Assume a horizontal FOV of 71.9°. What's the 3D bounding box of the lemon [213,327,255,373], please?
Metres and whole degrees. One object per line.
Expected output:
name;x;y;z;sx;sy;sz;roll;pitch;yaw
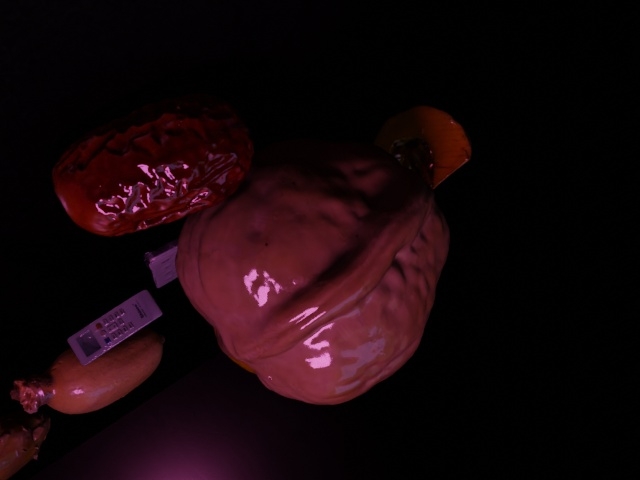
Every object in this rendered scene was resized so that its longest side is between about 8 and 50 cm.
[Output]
lemon;-0.105;0.170;1.103;0.336;0.336;0.336;-35;170;-7

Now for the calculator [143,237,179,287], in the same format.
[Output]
calculator;-0.188;-0.005;0.804;0.262;0.021;0.161;-31;169;-24

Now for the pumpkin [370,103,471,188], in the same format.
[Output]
pumpkin;0.198;-0.116;0.858;0.190;0.280;0.139;-2;-173;12

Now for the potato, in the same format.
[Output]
potato;-0.682;0.438;0.866;0.192;0.141;0.296;-39;172;32

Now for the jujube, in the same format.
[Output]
jujube;-0.148;-0.067;0.410;0.176;0.109;0.112;-29;134;-22

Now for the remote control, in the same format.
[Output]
remote control;-0.378;0.160;0.818;0.162;0.061;0.029;-33;172;-9

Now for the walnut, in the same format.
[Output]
walnut;0.000;0.028;0.625;0.381;0.381;0.381;-35;170;-7

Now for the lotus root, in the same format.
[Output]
lotus root;-0.436;0.263;0.889;0.146;0.130;0.303;-43;168;29
